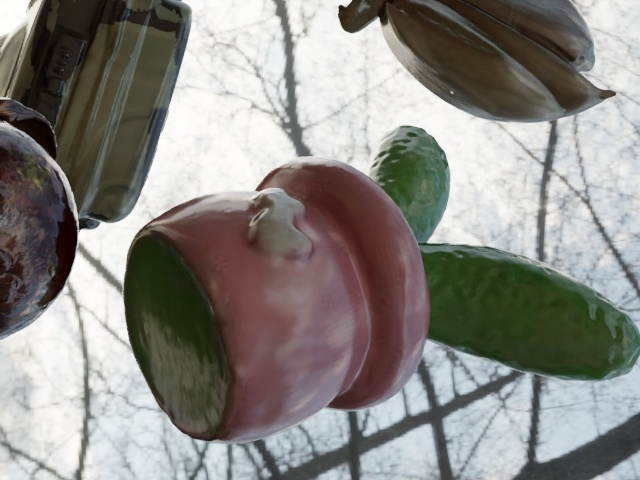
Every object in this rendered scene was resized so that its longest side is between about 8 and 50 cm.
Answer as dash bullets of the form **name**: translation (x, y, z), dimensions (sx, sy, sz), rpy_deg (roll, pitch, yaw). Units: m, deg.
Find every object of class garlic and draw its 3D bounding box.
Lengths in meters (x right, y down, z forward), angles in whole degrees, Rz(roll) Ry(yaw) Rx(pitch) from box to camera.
- **garlic**: translation (0.194, -0.252, 1.296), dimensions (0.325, 0.279, 0.132), rpy_deg (31, -41, -4)

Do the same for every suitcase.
- **suitcase**: translation (-0.291, -0.134, 1.211), dimensions (0.351, 0.194, 0.339), rpy_deg (16, -92, 71)

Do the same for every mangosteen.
- **mangosteen**: translation (-0.232, -0.010, 0.695), dimensions (0.181, 0.155, 0.146), rpy_deg (23, -49, 65)

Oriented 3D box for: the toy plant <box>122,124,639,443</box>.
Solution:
- **toy plant**: translation (0.037, 0.049, 0.875), dimensions (0.317, 0.356, 0.211), rpy_deg (47, -50, 33)
